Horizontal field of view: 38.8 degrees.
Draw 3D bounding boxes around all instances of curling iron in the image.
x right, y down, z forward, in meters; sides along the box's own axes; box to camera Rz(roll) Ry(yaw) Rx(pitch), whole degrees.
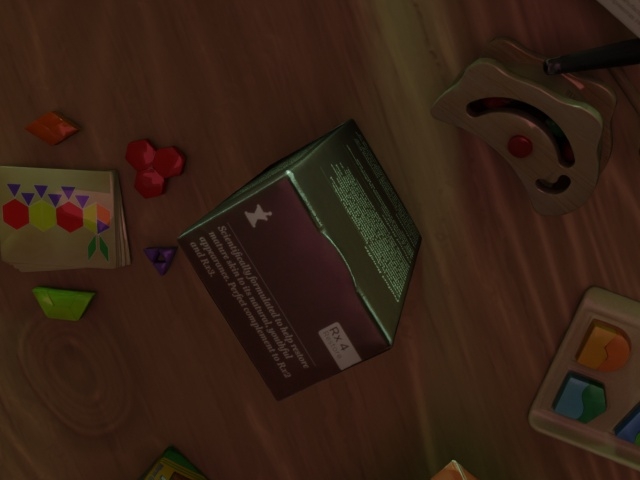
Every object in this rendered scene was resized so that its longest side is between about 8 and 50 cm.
[{"bbox_3d":[0.383,-0.206,1.024,0.273,0.035,0.068,-4,75,-11],"label":"curling iron"}]

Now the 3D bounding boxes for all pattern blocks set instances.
[{"bbox_3d":[-0.350,-0.030,1.239,0.324,0.026,0.286,11,105,7],"label":"pattern blocks set"}]

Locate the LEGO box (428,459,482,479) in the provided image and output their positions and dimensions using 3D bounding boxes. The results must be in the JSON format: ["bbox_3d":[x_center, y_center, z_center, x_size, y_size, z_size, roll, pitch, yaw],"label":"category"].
[{"bbox_3d":[0.123,0.552,1.133,0.500,0.193,0.372,-44,125,16],"label":"LEGO box"}]

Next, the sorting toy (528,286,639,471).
[{"bbox_3d":[0.392,0.185,1.162,0.192,0.038,0.208,21,105,4],"label":"sorting toy"}]

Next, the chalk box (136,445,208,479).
[{"bbox_3d":[-0.183,0.469,1.253,0.289,0.180,0.179,43,106,-3],"label":"chalk box"}]

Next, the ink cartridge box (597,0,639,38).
[{"bbox_3d":[0.373,-0.375,0.927,0.201,0.117,0.278,41,139,-1],"label":"ink cartridge box"}]

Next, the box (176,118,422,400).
[{"bbox_3d":[0.000,0.000,1.004,0.143,0.381,0.191,-29,97,15],"label":"box"}]

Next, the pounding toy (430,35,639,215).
[{"bbox_3d":[0.281,-0.140,1.088,0.269,0.155,0.154,29,135,11],"label":"pounding toy"}]
